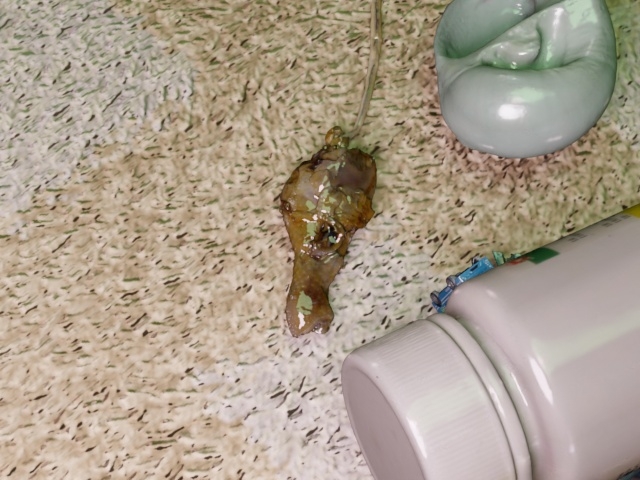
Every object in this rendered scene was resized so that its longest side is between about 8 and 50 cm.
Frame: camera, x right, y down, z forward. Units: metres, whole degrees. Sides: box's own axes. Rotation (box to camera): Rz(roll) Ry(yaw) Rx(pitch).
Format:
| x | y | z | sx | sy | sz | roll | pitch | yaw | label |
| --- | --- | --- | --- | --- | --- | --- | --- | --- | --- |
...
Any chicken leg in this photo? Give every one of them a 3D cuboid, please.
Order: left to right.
| x | y | z | sx | sy | sz | roll | pitch | yaw | label |
| --- | --- | --- | --- | --- | --- | --- | --- | --- | --- |
| -0.002 | 0.001 | 1.799 | 0.085 | 0.069 | 0.198 | 22 | 64 | -23 | chicken leg |

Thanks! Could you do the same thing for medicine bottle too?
| x | y | z | sx | sy | sz | roll | pitch | yaw | label |
| --- | --- | --- | --- | --- | --- | --- | --- | --- | --- |
| 0.204 | 0.111 | 1.664 | 0.340 | 0.208 | 0.208 | -23 | 66 | -15 | medicine bottle |

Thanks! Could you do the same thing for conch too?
| x | y | z | sx | sy | sz | roll | pitch | yaw | label |
| --- | --- | --- | --- | --- | --- | --- | --- | --- | --- |
| 0.195 | -0.172 | 1.884 | 0.185 | 0.121 | 0.221 | 26 | 58 | 7 | conch |

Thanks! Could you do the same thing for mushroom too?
| x | y | z | sx | sy | sz | roll | pitch | yaw | label |
| --- | --- | --- | --- | --- | --- | --- | --- | --- | --- |
| 0.051 | -0.198 | 1.939 | 0.026 | 0.028 | 0.286 | -9 | 50 | 37 | mushroom |

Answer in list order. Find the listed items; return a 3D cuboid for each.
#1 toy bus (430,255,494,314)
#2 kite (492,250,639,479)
| x | y | z | sx | sy | sz | roll | pitch | yaw | label |
| --- | --- | --- | --- | --- | --- | --- | --- | --- | --- |
| 0.134 | 0.048 | 1.774 | 0.038 | 0.083 | 0.046 | -36 | 83 | -24 | toy bus |
| 0.325 | 0.126 | 1.794 | 0.406 | 0.014 | 0.368 | 28 | 62 | 9 | kite |
